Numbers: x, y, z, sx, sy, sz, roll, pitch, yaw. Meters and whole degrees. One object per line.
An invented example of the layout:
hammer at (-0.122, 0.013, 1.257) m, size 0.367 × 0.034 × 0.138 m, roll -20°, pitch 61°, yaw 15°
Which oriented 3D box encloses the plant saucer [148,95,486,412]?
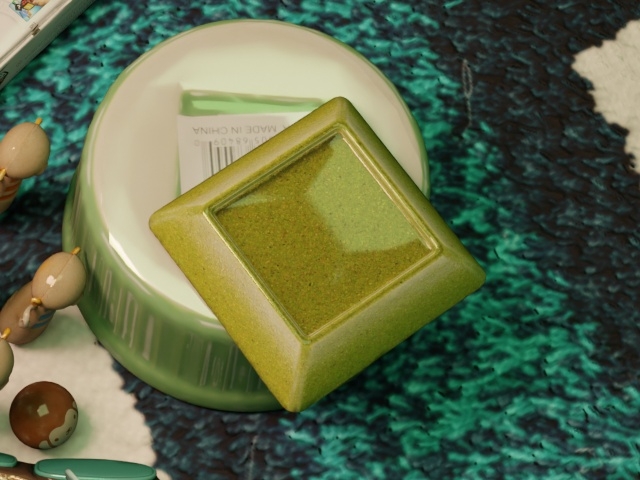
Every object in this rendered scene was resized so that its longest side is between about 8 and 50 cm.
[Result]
plant saucer at (0.000, 0.000, 1.427) m, size 0.188 × 0.045 × 0.188 m, roll -34°, pitch 76°, yaw -16°

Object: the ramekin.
ramekin at (-0.055, -0.028, 1.537) m, size 0.303 × 0.148 × 0.303 m, roll 2°, pitch 69°, yaw -5°

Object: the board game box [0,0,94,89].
board game box at (-0.348, -0.265, 1.648) m, size 0.305 × 0.053 × 0.193 m, roll 41°, pitch 71°, yaw 9°

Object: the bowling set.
bowling set at (-0.240, 0.057, 1.469) m, size 0.200 × 0.154 × 0.287 m, roll 38°, pitch 56°, yaw -8°

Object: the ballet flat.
ballet flat at (-0.227, 0.197, 1.487) m, size 0.206 × 0.073 × 0.067 m, roll 7°, pitch 96°, yaw -1°

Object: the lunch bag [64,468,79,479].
lunch bag at (-0.182, 0.258, 1.342) m, size 0.262 × 0.223 × 0.160 m, roll 2°, pitch 67°, yaw 17°
